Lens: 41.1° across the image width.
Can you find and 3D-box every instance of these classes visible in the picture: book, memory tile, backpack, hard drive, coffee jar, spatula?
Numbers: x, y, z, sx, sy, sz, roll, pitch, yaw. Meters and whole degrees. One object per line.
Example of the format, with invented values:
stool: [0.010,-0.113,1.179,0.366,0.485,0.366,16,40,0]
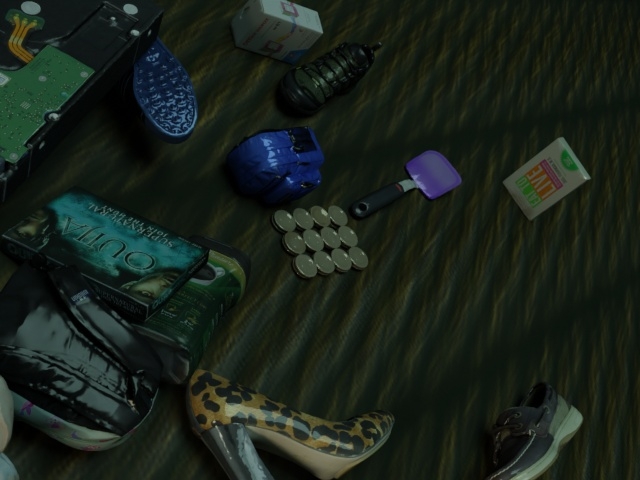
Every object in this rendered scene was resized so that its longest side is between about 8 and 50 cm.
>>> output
book: [0.431,-0.115,1.630,0.035,0.144,0.096,-13,67,-48]
memory tile: [0.000,0.000,1.238,0.148,0.012,0.113,-7,64,-45]
backpack: [-0.243,0.121,0.824,0.182,0.115,0.152,33,60,-9]
backpack: [-0.062,-0.106,1.200,0.120,0.098,0.101,-8,68,-47]
hard drive: [-0.361,-0.218,0.972,0.236,0.064,0.339,29,48,-2]
coffee jar: [-0.151,0.072,0.975,0.096,0.079,0.184,20,40,9]
spatula: [0.139,-0.089,1.427,0.084,0.030,0.296,54,39,9]

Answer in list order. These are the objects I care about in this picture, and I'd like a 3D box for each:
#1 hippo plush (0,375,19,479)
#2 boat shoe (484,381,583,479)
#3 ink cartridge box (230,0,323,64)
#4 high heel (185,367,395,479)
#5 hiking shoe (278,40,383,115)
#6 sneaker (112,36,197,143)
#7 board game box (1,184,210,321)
hippo plush: [-0.397,0.132,0.649,0.294,0.234,0.236,8,28,-43]
boat shoe: [0.286,0.280,1.207,0.092,0.103,0.285,51,35,12]
ink cartridge box: [-0.073,-0.346,1.397,0.122,0.088,0.052,10,55,-37]
high heel: [-0.028,0.194,0.993,0.261,0.093,0.186,-18,67,-48]
hiking shoe: [0.017,-0.283,1.407,0.086,0.114,0.227,48,39,1]
sneaker: [-0.232,-0.210,1.126,0.081,0.090,0.232,-20,69,-25]
board game box: [-0.233,0.010,0.937,0.186,0.026,0.126,24,37,13]
